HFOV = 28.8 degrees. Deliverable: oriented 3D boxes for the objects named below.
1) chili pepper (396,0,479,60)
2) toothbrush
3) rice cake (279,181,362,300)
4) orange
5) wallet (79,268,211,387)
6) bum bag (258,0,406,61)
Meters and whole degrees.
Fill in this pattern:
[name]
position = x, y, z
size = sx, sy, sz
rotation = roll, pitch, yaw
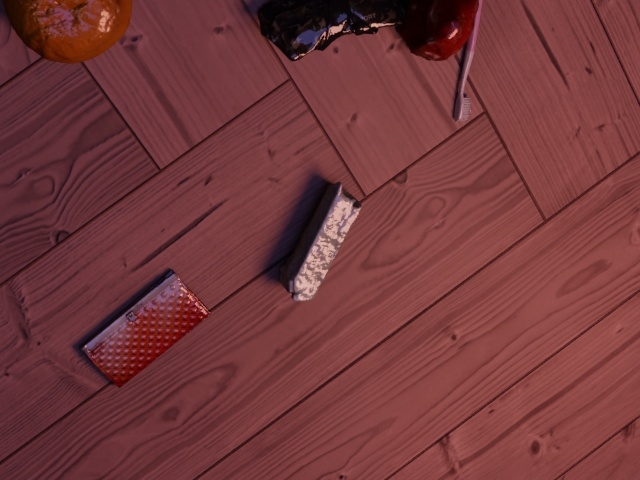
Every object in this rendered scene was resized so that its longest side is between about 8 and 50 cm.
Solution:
[chili pepper]
position = 0.193, -0.343, 1.868
size = 0.144, 0.252, 0.136
rotation = -33, 100, 3
[toothbrush]
position = 0.247, -0.330, 2.018
size = 0.025, 0.020, 0.286
rotation = -6, 113, -28
[rice cake]
position = 0.000, 0.000, 2.031
size = 0.063, 0.069, 0.206
rotation = 24, 98, -25
[orange]
position = -0.347, -0.334, 1.715
size = 0.177, 0.155, 0.177
rotation = -4, 105, -14
[wallet]
position = -0.282, 0.145, 2.007
size = 0.196, 0.020, 0.103
rotation = -40, 118, -2
[bum bag]
position = 0.026, -0.347, 1.890
size = 0.248, 0.102, 0.069
rotation = -23, 151, -10
